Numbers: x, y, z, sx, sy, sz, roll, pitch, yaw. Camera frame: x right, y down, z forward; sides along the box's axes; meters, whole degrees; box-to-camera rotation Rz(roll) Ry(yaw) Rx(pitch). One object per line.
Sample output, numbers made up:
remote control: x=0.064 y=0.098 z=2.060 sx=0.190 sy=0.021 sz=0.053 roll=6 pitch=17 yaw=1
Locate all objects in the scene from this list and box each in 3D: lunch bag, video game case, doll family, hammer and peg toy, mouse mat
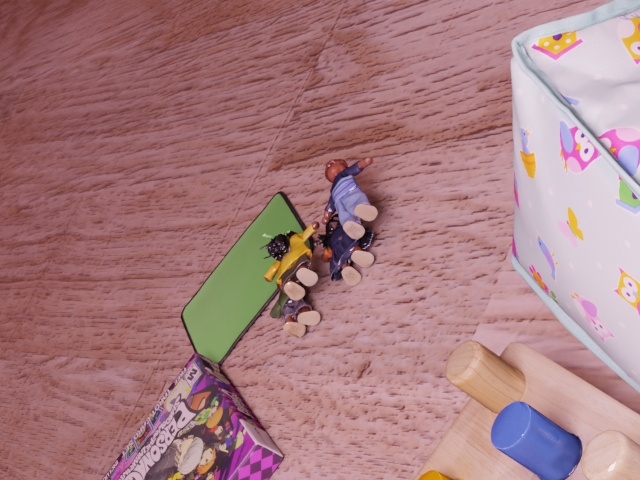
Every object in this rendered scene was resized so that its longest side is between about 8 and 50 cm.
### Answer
lunch bag: x=0.239 y=-0.001 z=0.969 sx=0.160 sy=0.223 sz=0.262 roll=-25 pitch=50 yaw=-14
video game case: x=-0.149 y=0.250 z=1.553 sx=0.232 sy=0.042 sz=0.210 roll=-53 pitch=29 yaw=5
doll family: x=0.000 y=0.000 z=1.557 sx=0.193 sy=0.076 sz=0.111 roll=-43 pitch=26 yaw=14
hammer and peg toy: x=0.155 y=0.221 z=1.017 sx=0.266 sy=0.127 sz=0.361 roll=-55 pitch=28 yaw=-2
mouse mat: x=-0.083 y=0.044 z=1.704 sx=0.190 sy=0.007 sz=0.152 roll=-52 pitch=28 yaw=11
